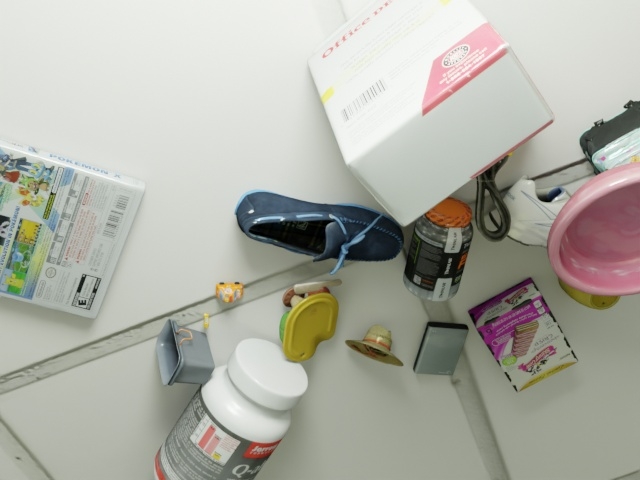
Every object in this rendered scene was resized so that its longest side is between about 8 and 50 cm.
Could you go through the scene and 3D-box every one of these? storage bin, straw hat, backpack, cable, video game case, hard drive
[{"bbox_3d":[-0.273,0.231,1.776,0.091,0.135,0.098,14,121,-31],"label":"storage bin"},{"bbox_3d":[0.124,0.216,1.855,0.144,0.144,0.061,32,72,-26],"label":"straw hat"},{"bbox_3d":[0.611,-0.151,1.645,0.165,0.144,0.188,-33,132,15],"label":"backpack"},{"bbox_3d":[0.314,-0.135,1.616,0.139,0.072,0.287,3,103,-7],"label":"cable"},{"bbox_3d":[-0.523,-0.016,1.625,0.299,0.036,0.329,17,120,-19],"label":"video game case"},{"bbox_3d":[0.268,0.243,1.924,0.094,0.022,0.135,5,123,-12],"label":"hard drive"}]

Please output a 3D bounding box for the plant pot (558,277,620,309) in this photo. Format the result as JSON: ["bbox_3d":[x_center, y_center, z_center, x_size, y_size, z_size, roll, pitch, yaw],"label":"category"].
[{"bbox_3d":[0.585,0.092,1.828,0.134,0.095,0.134,-4,123,-6],"label":"plant pot"}]

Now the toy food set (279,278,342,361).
[{"bbox_3d":[-0.032,0.149,1.797,0.128,0.071,0.218,-13,130,-29],"label":"toy food set"}]

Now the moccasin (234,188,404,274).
[{"bbox_3d":[0.000,0.000,1.664,0.341,0.117,0.138,7,122,-13],"label":"moccasin"}]

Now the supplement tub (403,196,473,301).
[{"bbox_3d":[0.236,0.016,1.712,0.116,0.117,0.190,2,124,-10],"label":"supplement tub"}]

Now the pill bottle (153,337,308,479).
[{"bbox_3d":[-0.191,0.398,1.840,0.210,0.210,0.363,24,114,-22],"label":"pill bottle"}]

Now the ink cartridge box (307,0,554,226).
[{"bbox_3d":[0.156,-0.248,1.366,0.279,0.385,0.160,-37,124,15],"label":"ink cartridge box"}]

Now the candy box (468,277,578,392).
[{"bbox_3d":[0.449,0.212,1.903,0.159,0.071,0.233,-30,123,11],"label":"candy box"}]

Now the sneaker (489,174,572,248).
[{"bbox_3d":[0.489,-0.032,1.729,0.297,0.111,0.129,20,114,-21],"label":"sneaker"}]

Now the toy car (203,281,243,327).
[{"bbox_3d":[-0.199,0.139,1.772,0.060,0.041,0.122,15,120,-18],"label":"toy car"}]

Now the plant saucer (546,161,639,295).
[{"bbox_3d":[0.584,-0.029,1.604,0.332,0.084,0.332,-2,137,-2],"label":"plant saucer"}]
